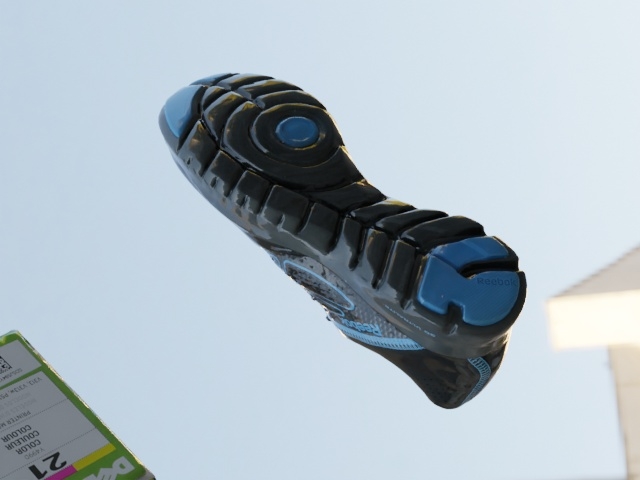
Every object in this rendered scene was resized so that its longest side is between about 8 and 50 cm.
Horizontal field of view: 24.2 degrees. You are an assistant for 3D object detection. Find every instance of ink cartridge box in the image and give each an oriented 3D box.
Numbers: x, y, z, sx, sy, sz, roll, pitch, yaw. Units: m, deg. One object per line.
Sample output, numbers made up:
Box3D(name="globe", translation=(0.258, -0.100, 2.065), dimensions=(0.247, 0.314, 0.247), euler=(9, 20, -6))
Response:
Box3D(name="ink cartridge box", translation=(-0.141, 0.204, 0.813), dimensions=(0.097, 0.255, 0.189), euler=(-25, -33, -42))

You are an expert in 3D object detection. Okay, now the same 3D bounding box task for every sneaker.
Box3D(name="sneaker", translation=(0.000, 0.000, 1.133), dimensions=(0.125, 0.341, 0.140), euler=(-34, -30, -27))
